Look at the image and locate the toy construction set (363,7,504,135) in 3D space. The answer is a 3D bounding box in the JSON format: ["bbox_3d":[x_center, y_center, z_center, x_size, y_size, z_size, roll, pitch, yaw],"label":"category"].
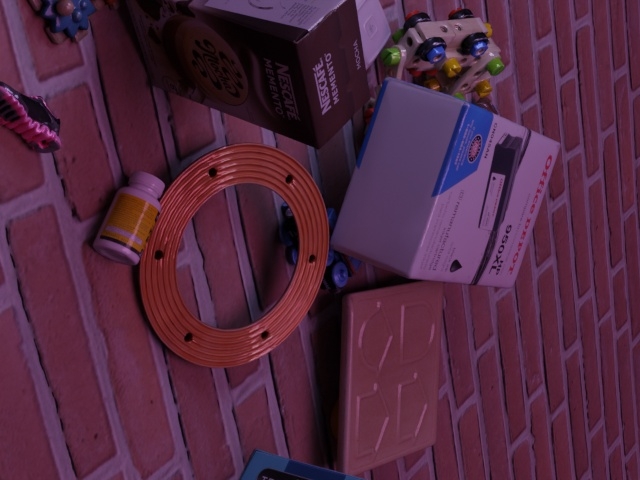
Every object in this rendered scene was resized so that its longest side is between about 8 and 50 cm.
[{"bbox_3d":[0.193,-0.298,1.923,0.327,0.215,0.151,-31,75,-40],"label":"toy construction set"}]

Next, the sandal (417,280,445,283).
[{"bbox_3d":[0.201,0.019,2.054,0.219,0.060,0.090,52,55,-44],"label":"sandal"}]

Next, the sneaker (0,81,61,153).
[{"bbox_3d":[-0.355,-0.158,1.316,0.119,0.047,0.057,49,38,-46],"label":"sneaker"}]

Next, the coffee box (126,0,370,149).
[{"bbox_3d":[-0.095,-0.253,1.394,0.119,0.297,0.168,-46,143,-30],"label":"coffee box"}]

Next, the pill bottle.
[{"bbox_3d":[-0.250,-0.031,1.446,0.065,0.065,0.116,41,63,-47],"label":"pill bottle"}]

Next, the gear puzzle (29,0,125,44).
[{"bbox_3d":[-0.258,-0.402,1.398,0.339,0.044,0.175,-53,133,-34],"label":"gear puzzle"}]

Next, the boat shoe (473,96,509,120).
[{"bbox_3d":[0.363,-0.220,2.229,0.183,0.066,0.066,53,53,-42],"label":"boat shoe"}]

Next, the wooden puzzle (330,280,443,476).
[{"bbox_3d":[0.112,0.236,1.959,0.348,0.080,0.322,-8,102,-56],"label":"wooden puzzle"}]

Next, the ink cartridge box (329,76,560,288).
[{"bbox_3d":[0.221,-0.082,1.827,0.395,0.166,0.285,8,102,-57],"label":"ink cartridge box"}]

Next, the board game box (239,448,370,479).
[{"bbox_3d":[-0.060,0.496,1.618,0.336,0.253,0.079,-60,138,-28],"label":"board game box"}]

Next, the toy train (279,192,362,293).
[{"bbox_3d":[0.000,0.000,1.776,0.184,0.080,0.105,60,42,-33],"label":"toy train"}]

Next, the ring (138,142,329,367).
[{"bbox_3d":[-0.124,0.022,1.600,0.336,0.032,0.337,-12,109,-37],"label":"ring"}]

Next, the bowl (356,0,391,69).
[{"bbox_3d":[0.064,-0.355,1.826,0.142,0.053,0.142,-55,133,-33],"label":"bowl"}]
